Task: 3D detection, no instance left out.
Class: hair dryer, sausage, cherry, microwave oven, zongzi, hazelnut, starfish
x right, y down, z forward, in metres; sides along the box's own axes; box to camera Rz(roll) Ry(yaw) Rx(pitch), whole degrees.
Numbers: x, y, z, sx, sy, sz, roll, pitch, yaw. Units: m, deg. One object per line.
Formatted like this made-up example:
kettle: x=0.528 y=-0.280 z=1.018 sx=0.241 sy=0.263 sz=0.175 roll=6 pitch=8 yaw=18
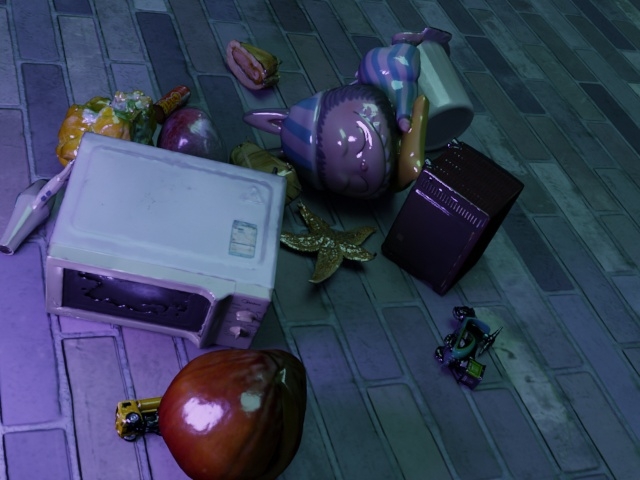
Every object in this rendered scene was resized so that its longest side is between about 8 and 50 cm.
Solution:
hair dryer: x=-0.493 y=-0.054 z=1.537 sx=0.067 sy=0.199 sz=0.167 roll=37 pitch=61 yaw=-22
sausage: x=-0.329 y=-0.311 z=1.981 sx=0.050 sy=0.048 sz=0.145 roll=31 pitch=39 yaw=4
cherry: x=-0.259 y=-0.180 z=1.769 sx=0.140 sy=0.176 sz=0.176 roll=-14 pitch=47 yaw=-4
microwave oven: x=-0.258 y=0.010 z=1.496 sx=0.355 sy=0.218 sz=0.286 roll=11 pitch=55 yaw=-10
zongzi: x=-0.160 y=-0.106 z=1.803 sx=0.197 sy=0.099 sz=0.194 roll=-36 pitch=43 yaw=-14
microwave oven: x=0.265 y=-0.050 z=1.787 sx=0.178 sy=0.247 sz=0.188 roll=36 pitch=44 yaw=13
hazelnut: x=-0.115 y=0.248 z=1.307 sx=0.217 sy=0.217 sz=0.251 roll=39 pitch=19 yaw=20
starfish: x=-0.002 y=0.004 z=1.762 sx=0.231 sy=0.048 sz=0.295 roll=25 pitch=34 yaw=13

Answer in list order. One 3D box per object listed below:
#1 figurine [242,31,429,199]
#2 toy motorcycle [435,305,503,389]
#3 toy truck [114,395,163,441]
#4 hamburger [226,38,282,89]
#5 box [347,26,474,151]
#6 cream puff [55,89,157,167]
figurine: x=0.029 y=-0.276 z=1.878 sx=0.378 sy=0.266 sz=0.361 roll=7 pitch=67 yaw=-9
toy motorcycle: x=0.278 y=0.192 z=1.664 sx=0.100 sy=0.058 sz=0.173 roll=31 pitch=42 yaw=1
toy truck: x=-0.274 y=0.270 z=1.351 sx=0.083 sy=0.049 sz=0.054 roll=-4 pitch=45 yaw=-28
hamburger: x=-0.150 y=-0.419 z=2.152 sx=0.102 sy=0.087 sz=0.176 roll=-5 pitch=37 yaw=-44
box: x=0.226 y=-0.336 z=2.115 sx=0.291 sy=0.262 sz=0.206 roll=-22 pitch=63 yaw=-11
cream puff: x=-0.421 y=-0.197 z=1.726 sx=0.195 sy=0.194 sz=0.221 roll=24 pitch=23 yaw=4
